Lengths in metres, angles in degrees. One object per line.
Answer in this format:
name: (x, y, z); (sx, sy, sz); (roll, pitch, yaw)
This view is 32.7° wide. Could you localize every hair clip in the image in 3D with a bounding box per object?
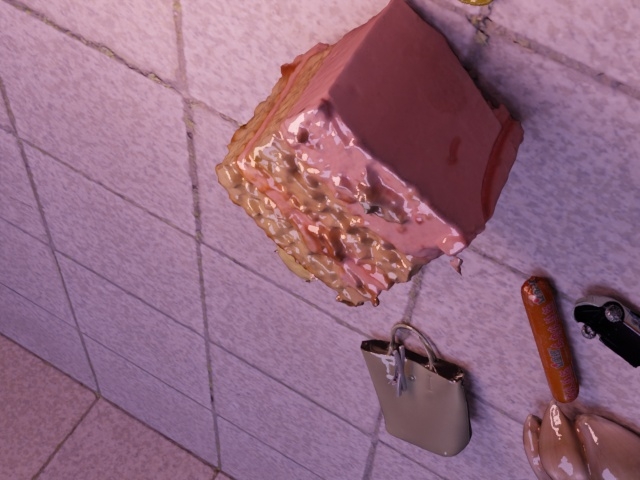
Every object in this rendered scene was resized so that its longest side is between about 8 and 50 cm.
hair clip: (0.150, 0.255, 2.163); (0.039, 0.030, 0.115); (24, 133, 29)

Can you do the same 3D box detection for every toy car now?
toy car: (0.487, 0.151, 1.704); (0.205, 0.056, 0.095); (38, 153, 4)

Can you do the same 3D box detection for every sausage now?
sausage: (0.393, 0.176, 1.851); (0.053, 0.053, 0.348); (14, 146, 35)

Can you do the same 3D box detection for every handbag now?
handbag: (0.194, 0.298, 2.219); (0.241, 0.109, 0.315); (16, 143, 32)

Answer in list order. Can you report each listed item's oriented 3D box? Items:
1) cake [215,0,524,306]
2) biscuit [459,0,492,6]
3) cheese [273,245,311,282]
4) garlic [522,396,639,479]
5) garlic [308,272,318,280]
cake: (0.068, -0.121, 1.512); (0.314, 0.293, 0.307); (38, 147, -14)
biscuit: (0.183, -0.325, 1.339); (0.084, 0.023, 0.084); (26, 151, 15)
cheese: (0.000, 0.000, 1.983); (0.123, 0.094, 0.167); (48, 147, -2)
garlic: (0.518, 0.432, 2.038); (0.279, 0.132, 0.325); (2, 143, 35)
garlic: (0.027, -0.015, 1.786); (0.199, 0.226, 0.199); (22, 148, 15)
